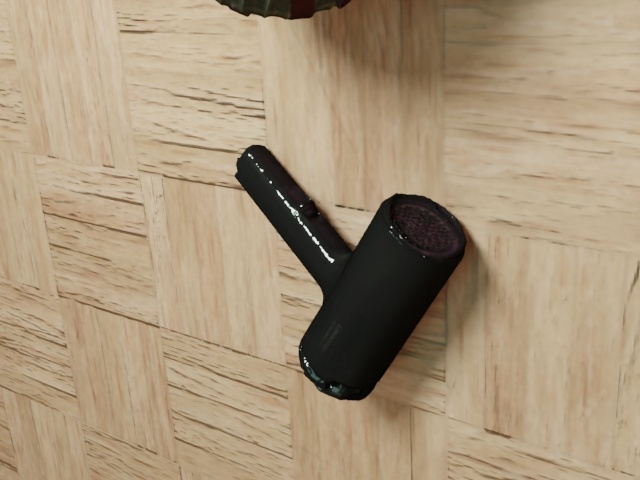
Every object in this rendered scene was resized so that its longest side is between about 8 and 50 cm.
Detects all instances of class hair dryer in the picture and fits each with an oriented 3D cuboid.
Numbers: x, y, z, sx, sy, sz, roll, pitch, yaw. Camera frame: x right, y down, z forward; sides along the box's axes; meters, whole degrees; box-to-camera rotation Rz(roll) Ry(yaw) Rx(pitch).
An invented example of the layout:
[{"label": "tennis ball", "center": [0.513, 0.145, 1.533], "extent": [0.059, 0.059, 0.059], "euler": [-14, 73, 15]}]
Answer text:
[{"label": "hair dryer", "center": [0.000, 0.000, 0.808], "extent": [0.251, 0.089, 0.197], "euler": [47, 131, 21]}]

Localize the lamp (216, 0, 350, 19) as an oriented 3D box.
[{"label": "lamp", "center": [-0.033, -0.277, 0.606], "extent": [0.233, 0.265, 0.233], "euler": [0, 88, -2]}]
